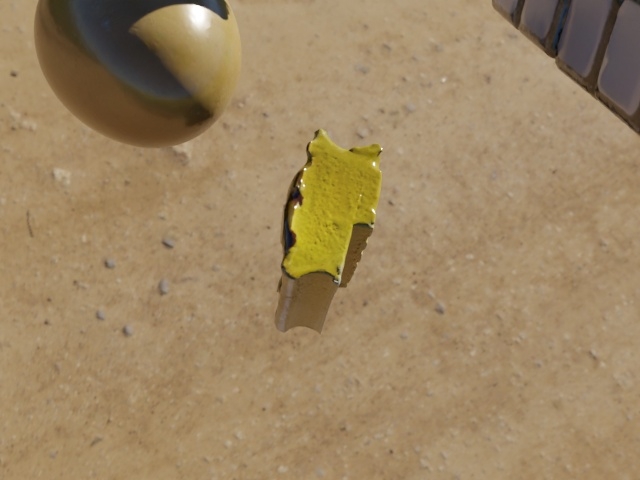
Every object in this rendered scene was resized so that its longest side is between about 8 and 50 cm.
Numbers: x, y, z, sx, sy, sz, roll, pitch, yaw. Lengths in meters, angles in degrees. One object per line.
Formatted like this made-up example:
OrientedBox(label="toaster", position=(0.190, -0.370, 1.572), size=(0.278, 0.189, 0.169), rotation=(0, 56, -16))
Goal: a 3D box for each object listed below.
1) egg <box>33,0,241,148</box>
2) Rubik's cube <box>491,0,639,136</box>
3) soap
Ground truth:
OrientedBox(label="egg", position=(-0.275, -0.301, 1.345), size=(0.301, 0.301, 0.374), rotation=(-15, 39, -35))
OrientedBox(label="Rubik's cube", position=(0.371, -0.269, 0.670), size=(0.344, 0.343, 0.337), rotation=(6, 27, -10))
OrientedBox(label="soap", position=(0.000, 0.000, 1.424), size=(0.143, 0.281, 0.259), rotation=(15, 68, -2))
